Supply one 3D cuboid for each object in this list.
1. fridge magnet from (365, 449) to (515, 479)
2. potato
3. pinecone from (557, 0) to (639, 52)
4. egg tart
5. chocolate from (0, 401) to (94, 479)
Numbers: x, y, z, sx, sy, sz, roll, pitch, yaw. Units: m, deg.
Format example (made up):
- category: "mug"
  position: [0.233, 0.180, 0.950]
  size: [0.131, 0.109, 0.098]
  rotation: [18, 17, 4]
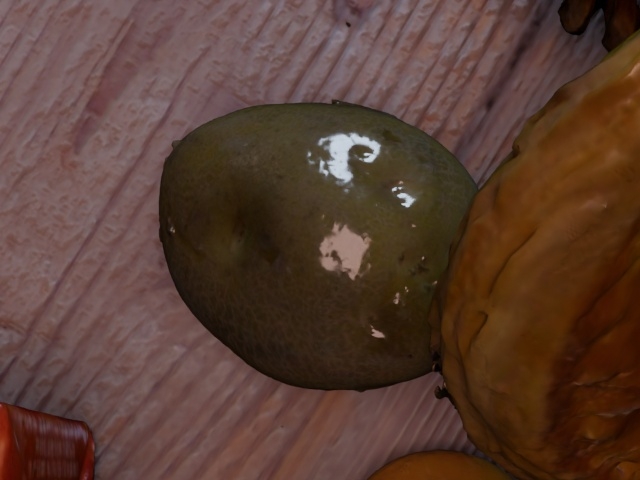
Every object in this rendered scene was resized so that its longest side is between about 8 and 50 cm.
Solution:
- category: "fridge magnet"
  position: [0.081, 0.211, 0.765]
  size: [0.143, 0.063, 0.143]
  rotation: [0, 89, 3]
- category: "potato"
  position: [0.000, 0.000, 0.735]
  size: [0.235, 0.160, 0.178]
  rotation: [34, 67, 18]
- category: "pinecone"
  position: [0.218, -0.197, 0.713]
  size: [0.195, 0.150, 0.179]
  rotation: [10, 51, -3]
- category: "egg tart"
  position: [0.263, -0.010, 0.639]
  size: [0.443, 0.443, 0.178]
  rotation: [-18, 48, 4]
- category: "chocolate"
  position: [-0.274, 0.147, 0.715]
  size: [0.238, 0.235, 0.108]
  rotation: [8, 79, 5]
